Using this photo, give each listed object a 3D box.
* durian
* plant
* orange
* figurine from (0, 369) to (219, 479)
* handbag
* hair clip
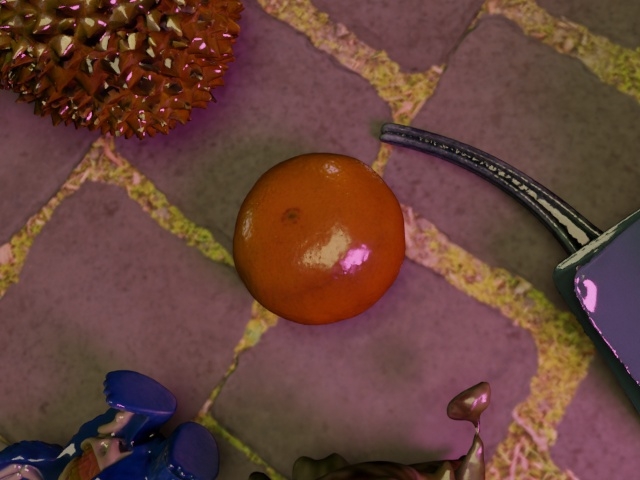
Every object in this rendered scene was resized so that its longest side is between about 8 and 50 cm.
[{"bbox_3d":[-0.217,-0.225,0.742,0.292,0.258,0.258,12,81,3],"label":"durian"},{"bbox_3d":[0.065,0.300,0.590,0.251,0.180,0.334,-7,67,-29],"label":"plant"},{"bbox_3d":[0.000,0.000,0.722,0.156,0.124,0.156,-9,65,20],"label":"orange"},{"bbox_3d":[-0.198,0.235,0.715,0.262,0.120,0.164,-35,68,18],"label":"figurine"},{"bbox_3d":[0.307,0.077,0.668,0.144,0.057,0.221,-37,91,-5],"label":"handbag"},{"bbox_3d":[0.174,-0.041,0.748,0.275,0.048,0.083,38,97,18],"label":"hair clip"}]
